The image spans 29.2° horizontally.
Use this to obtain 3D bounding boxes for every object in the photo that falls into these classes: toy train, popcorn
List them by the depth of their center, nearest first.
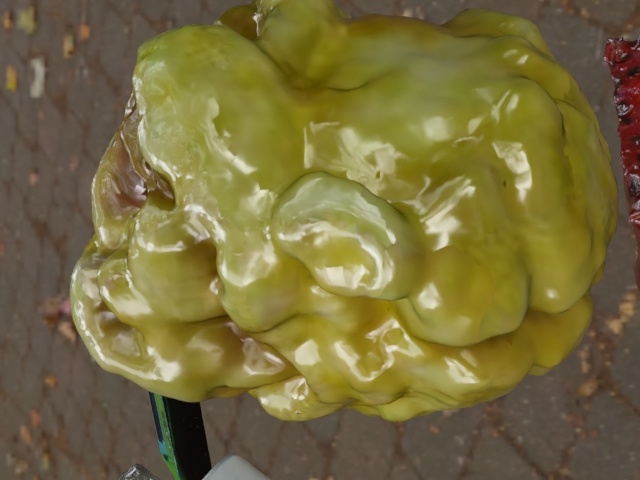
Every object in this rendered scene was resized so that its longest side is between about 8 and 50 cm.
[{"bbox_3d":[0.000,0.000,0.501,0.226,0.203,0.200,36,141,39],"label":"popcorn"},{"bbox_3d":[-0.159,0.170,1.316,0.042,0.044,0.209,13,116,53],"label":"toy train"}]

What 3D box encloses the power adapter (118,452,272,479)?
[{"bbox_3d":[-0.053,0.263,0.950,0.255,0.124,0.187,34,157,14],"label":"power adapter"}]

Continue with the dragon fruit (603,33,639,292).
[{"bbox_3d":[0.357,-0.070,1.140,0.240,0.302,0.330,57,172,27],"label":"dragon fruit"}]
